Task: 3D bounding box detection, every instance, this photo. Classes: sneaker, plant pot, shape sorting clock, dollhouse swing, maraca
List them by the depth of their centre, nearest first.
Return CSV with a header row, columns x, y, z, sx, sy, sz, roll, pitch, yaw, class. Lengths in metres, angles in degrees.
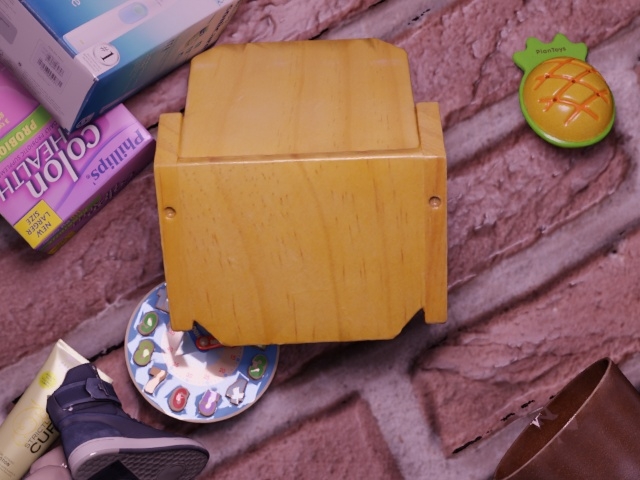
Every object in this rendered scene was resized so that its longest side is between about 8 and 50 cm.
x,y,z,sx,sy,sz,roll,pitch,yaw,class
0.377,0.304,1.553,0.230,0.215,0.215,42,87,4,plant pot
-0.256,0.238,1.605,0.086,0.226,0.163,-51,51,17,sneaker
-0.023,-0.074,1.607,0.346,0.305,0.315,-3,112,0,dollhouse swing
-0.157,0.140,1.634,0.206,0.040,0.206,3,68,-7,shape sorting clock
0.326,-0.203,1.652,0.127,0.099,0.186,-7,61,-9,maraca

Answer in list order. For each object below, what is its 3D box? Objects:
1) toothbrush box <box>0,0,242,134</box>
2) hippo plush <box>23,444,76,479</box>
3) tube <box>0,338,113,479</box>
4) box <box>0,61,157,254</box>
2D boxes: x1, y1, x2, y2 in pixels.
x,y,z,sx,sy,sz,roll,pitch,yaw,class
-0.272,-0.305,1.567,0.216,0.126,0.295,48,48,3,toothbrush box
-0.308,0.420,1.582,0.294,0.234,0.237,27,108,-39,hippo plush
-0.389,0.252,1.638,0.062,0.070,0.240,29,75,45,tube
-0.372,-0.142,1.632,0.213,0.117,0.243,-43,88,-3,box
